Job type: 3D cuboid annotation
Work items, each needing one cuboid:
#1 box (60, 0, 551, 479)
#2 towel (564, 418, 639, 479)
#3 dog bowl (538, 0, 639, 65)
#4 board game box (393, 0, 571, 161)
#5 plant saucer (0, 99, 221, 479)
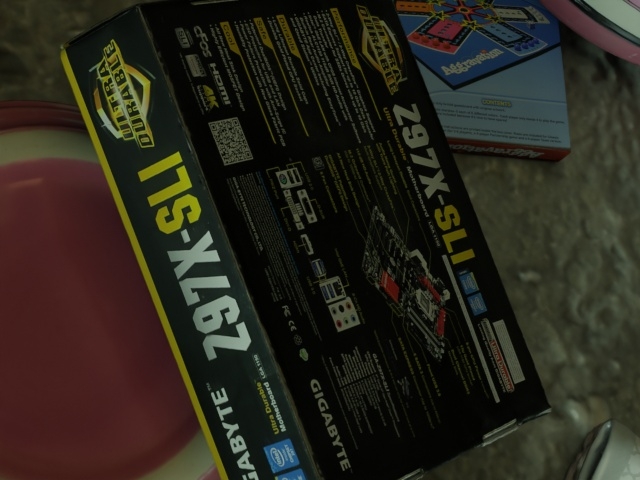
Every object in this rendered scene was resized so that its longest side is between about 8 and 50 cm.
[{"bbox_3d":[0.000,0.000,1.106,0.257,0.079,0.322,-18,85,-54],"label":"box"},{"bbox_3d":[0.251,0.330,1.179,0.317,0.053,0.331,34,63,-8],"label":"towel"},{"bbox_3d":[0.285,-0.305,1.350,0.408,0.150,0.408,10,65,-22],"label":"dog bowl"},{"bbox_3d":[0.046,-0.139,1.277,0.281,0.027,0.145,4,71,-21],"label":"board game box"},{"bbox_3d":[-0.165,0.060,1.088,0.332,0.084,0.332,7,70,-20],"label":"plant saucer"}]
